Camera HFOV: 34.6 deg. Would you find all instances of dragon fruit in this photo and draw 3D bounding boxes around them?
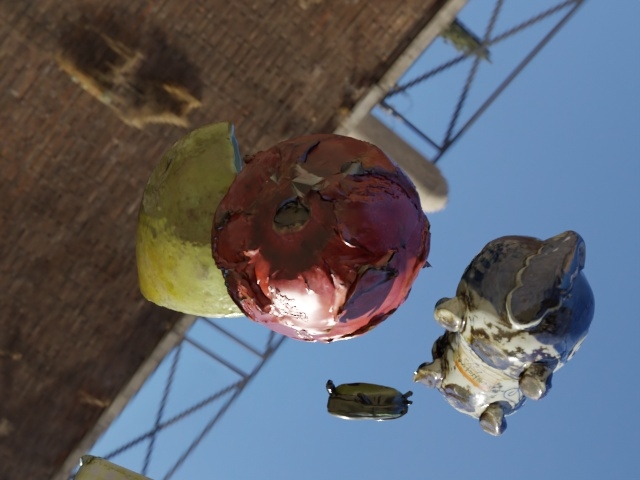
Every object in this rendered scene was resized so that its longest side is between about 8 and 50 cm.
[{"bbox_3d":[0.000,0.000,1.377,0.295,0.295,0.302,-52,167,3],"label":"dragon fruit"}]

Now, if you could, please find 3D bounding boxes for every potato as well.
[{"bbox_3d":[-0.223,-0.046,1.721,0.213,0.280,0.330,-8,-154,-3],"label":"potato"}]

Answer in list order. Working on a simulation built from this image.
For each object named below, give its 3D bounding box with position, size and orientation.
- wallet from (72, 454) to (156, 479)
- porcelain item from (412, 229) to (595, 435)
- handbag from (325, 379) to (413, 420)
[{"bbox_3d":[-0.293,0.459,1.385,0.077,0.223,0.309,-60,-175,45],"label":"wallet"},{"bbox_3d":[0.210,0.087,1.092,0.186,0.138,0.288,-46,163,-25],"label":"porcelain item"},{"bbox_3d":[0.061,0.204,1.299,0.072,0.111,0.047,149,-54,-87],"label":"handbag"}]
